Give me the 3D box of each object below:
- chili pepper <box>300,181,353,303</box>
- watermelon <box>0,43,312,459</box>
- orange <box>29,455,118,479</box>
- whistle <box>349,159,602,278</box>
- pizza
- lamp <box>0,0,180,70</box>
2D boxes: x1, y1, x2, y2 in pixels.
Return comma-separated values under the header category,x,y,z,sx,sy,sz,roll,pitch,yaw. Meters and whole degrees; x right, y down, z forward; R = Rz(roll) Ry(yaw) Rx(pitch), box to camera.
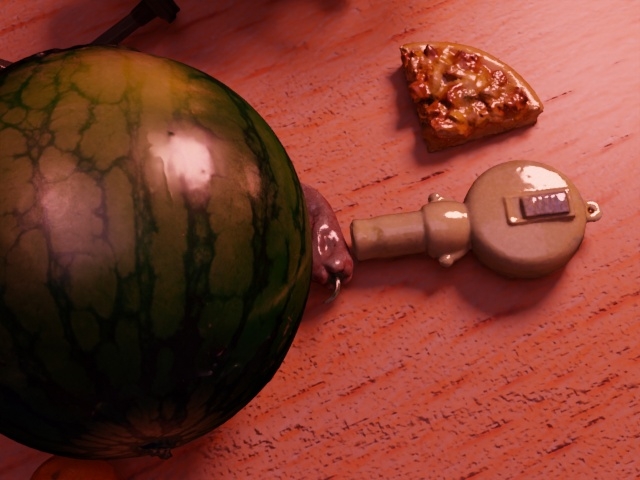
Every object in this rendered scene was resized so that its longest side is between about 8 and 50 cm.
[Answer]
category,x,y,z,sx,sy,sz,roll,pitch,yaw
chili pepper,0.000,0.001,0.837,0.050,0.041,0.153,-4,49,-19
watermelon,-0.169,0.010,0.688,0.364,0.363,0.363,-1,67,3
orange,-0.226,0.231,0.734,0.084,0.083,0.083,-1,67,3
whistle,0.159,-0.018,0.821,0.258,0.067,0.126,-7,66,3
pizza,0.159,-0.159,0.890,0.175,0.046,0.134,18,70,11
lamp,-0.329,-0.281,0.956,0.283,0.124,0.203,-26,48,-4
